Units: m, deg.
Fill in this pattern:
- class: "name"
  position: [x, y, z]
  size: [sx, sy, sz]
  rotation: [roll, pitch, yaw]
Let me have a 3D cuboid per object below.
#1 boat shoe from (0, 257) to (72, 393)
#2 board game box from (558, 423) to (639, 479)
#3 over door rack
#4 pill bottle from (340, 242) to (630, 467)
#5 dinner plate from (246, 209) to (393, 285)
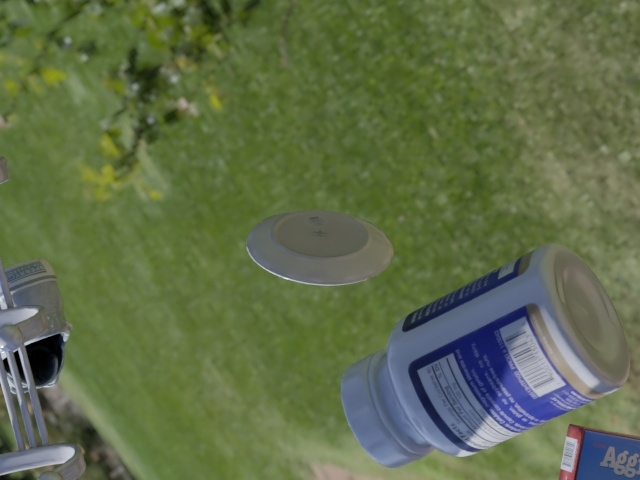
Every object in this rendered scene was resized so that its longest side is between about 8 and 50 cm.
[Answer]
- class: "boat shoe"
  position: [-0.255, 0.089, 1.268]
  size: [0.081, 0.079, 0.227]
  rotation: [67, 158, 14]
- class: "board game box"
  position: [0.301, 0.231, 1.128]
  size: [0.027, 0.281, 0.145]
  rotation: [-174, 96, -72]
- class: "over door rack"
  position: [-0.346, 0.083, 1.037]
  size: [0.108, 0.324, 0.239]
  rotation: [-54, -45, -69]
- class: "pill bottle"
  position: [0.112, 0.089, 1.064]
  size: [0.112, 0.187, 0.112]
  rotation: [40, -146, -35]
- class: "dinner plate"
  position: [0.000, 0.000, 1.431]
  size: [0.141, 0.141, 0.017]
  rotation: [39, 133, 46]
